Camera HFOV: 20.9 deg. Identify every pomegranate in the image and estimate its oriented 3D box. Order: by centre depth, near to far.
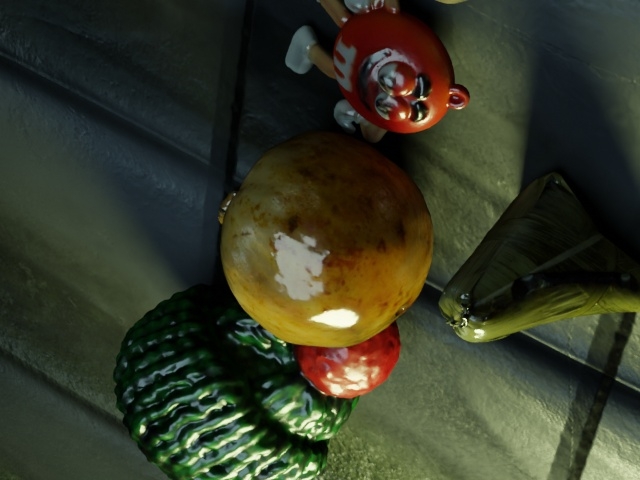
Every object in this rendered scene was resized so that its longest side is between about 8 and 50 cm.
[{"bbox_3d":[0.000,0.000,1.827,0.248,0.248,0.248,21,131,26],"label":"pomegranate"}]

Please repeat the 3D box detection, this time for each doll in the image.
[{"bbox_3d":[0.054,-0.177,1.762,0.217,0.085,0.183,38,138,23],"label":"doll"}]

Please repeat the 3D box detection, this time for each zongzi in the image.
[{"bbox_3d":[0.235,0.067,1.709,0.204,0.205,0.094,40,148,3],"label":"zongzi"}]

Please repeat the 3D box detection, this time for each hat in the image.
[{"bbox_3d":[-0.052,0.147,2.018,0.332,0.242,0.274,-32,122,24],"label":"hat"}]

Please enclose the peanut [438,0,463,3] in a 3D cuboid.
[{"bbox_3d":[0.144,-0.272,1.628,0.076,0.076,0.152,52,135,-5],"label":"peanut"}]
